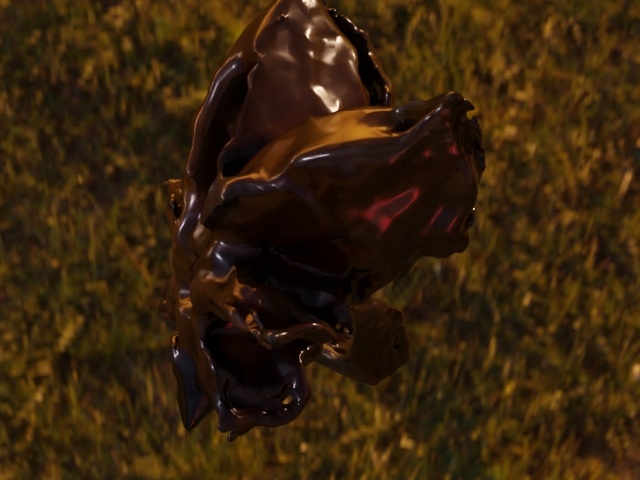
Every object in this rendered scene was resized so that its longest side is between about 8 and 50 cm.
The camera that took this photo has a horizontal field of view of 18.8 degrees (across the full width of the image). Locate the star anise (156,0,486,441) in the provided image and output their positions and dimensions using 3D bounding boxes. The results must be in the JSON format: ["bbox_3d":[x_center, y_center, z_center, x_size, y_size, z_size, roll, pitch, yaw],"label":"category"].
[{"bbox_3d":[-0.011,0.000,1.002,0.148,0.346,0.237,6,69,-5],"label":"star anise"}]
